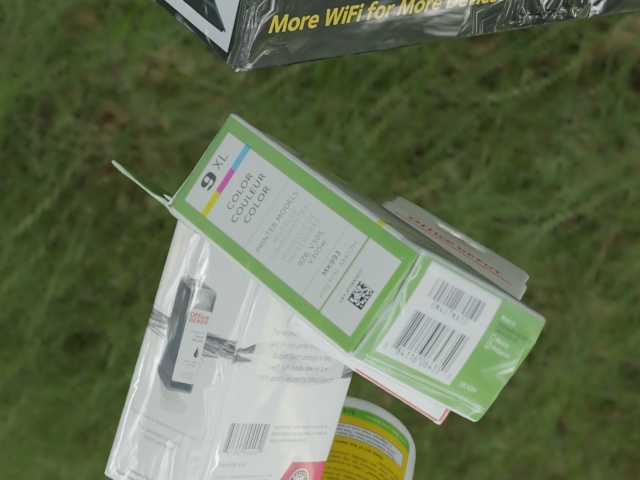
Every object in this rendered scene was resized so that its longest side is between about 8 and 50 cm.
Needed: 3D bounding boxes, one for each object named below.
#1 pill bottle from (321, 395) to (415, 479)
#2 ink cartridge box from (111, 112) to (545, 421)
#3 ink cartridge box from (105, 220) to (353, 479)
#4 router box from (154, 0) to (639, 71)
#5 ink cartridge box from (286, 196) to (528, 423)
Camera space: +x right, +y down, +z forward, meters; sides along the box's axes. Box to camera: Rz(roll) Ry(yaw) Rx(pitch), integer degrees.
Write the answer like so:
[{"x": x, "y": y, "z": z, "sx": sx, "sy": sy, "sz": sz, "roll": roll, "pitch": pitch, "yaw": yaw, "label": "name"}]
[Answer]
[{"x": 0.002, "y": 0.271, "z": 1.617, "sx": 0.136, "sy": 0.246, "sz": 0.136, "roll": 7, "pitch": 135, "yaw": 7, "label": "pill bottle"}, {"x": 0.000, "y": 0.000, "z": 0.896, "sx": 0.209, "sy": 0.062, "sz": 0.109, "roll": 36, "pitch": -175, "yaw": 43, "label": "ink cartridge box"}, {"x": -0.051, "y": 0.084, "z": 1.318, "sx": 0.092, "sy": 0.218, "sz": 0.158, "roll": 22, "pitch": -173, "yaw": 33, "label": "ink cartridge box"}, {"x": 0.093, "y": -0.201, "z": 0.656, "sx": 0.081, "sy": 0.309, "sz": 0.243, "roll": 42, "pitch": 131, "yaw": 36, "label": "router box"}, {"x": 0.064, "y": 0.039, "z": 1.188, "sx": 0.115, "sy": 0.067, "sz": 0.198, "roll": 33, "pitch": -162, "yaw": 7, "label": "ink cartridge box"}]
